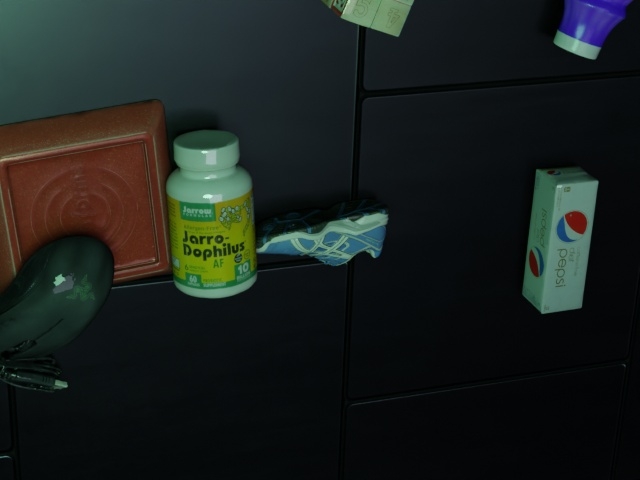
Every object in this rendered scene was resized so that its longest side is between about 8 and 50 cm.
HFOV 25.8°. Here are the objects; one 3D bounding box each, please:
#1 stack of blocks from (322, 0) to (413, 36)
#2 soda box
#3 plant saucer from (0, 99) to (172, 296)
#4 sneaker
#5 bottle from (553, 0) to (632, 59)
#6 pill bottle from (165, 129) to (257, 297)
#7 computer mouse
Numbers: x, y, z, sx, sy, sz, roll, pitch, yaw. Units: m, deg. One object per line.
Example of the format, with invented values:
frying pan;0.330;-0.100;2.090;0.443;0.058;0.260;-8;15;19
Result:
stack of blocks;0.088;-0.427;1.754;0.087;0.171;0.297;14;109;-25
soda box;0.362;-0.002;2.119;0.074;0.069;0.216;-6;117;-18
plant saucer;-0.317;-0.041;1.860;0.259;0.048;0.258;-11;117;-15
sneaker;0.000;0.000;1.977;0.211;0.080;0.081;-8;114;-15
bottle;0.408;-0.393;1.935;0.118;0.092;0.283;14;109;-21
pill bottle;-0.147;-0.038;1.881;0.118;0.117;0.208;-9;114;-17
computer mouse;-0.364;0.109;1.852;0.188;0.072;0.272;22;120;-36
